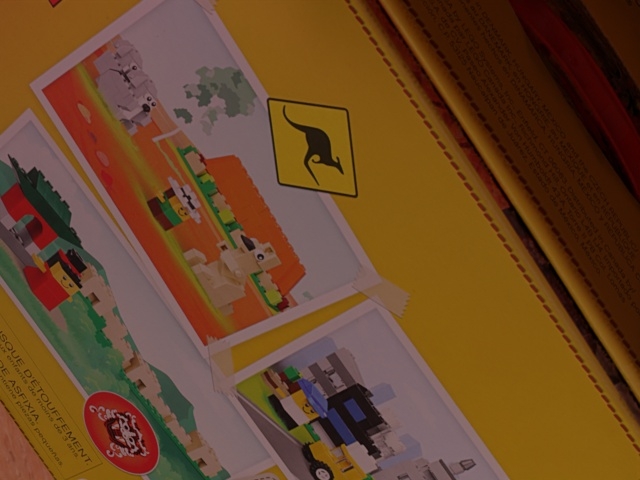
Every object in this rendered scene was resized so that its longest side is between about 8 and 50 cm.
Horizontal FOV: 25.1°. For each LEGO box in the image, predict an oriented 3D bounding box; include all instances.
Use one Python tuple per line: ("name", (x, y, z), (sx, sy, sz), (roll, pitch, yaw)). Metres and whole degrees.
("LEGO box", (0.000, 0.000, 0.724), (0.372, 0.193, 0.500), (-28, 98, 43))
